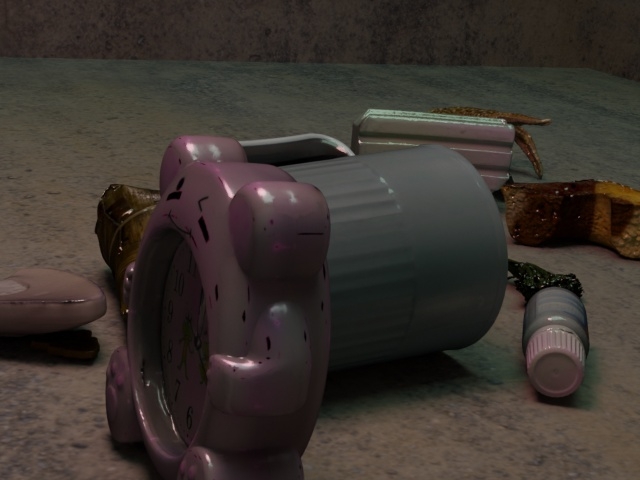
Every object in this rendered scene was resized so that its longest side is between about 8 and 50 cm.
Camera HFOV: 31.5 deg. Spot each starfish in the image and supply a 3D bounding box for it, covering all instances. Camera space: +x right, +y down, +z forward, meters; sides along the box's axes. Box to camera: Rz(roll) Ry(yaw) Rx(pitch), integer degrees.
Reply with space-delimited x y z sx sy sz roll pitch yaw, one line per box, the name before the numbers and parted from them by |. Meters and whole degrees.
starfish | 0.283 -0.216 2.372 0.398 0.132 0.384 7 7 -4

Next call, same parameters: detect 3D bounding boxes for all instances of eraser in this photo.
eraser | -0.354 0.081 1.358 0.243 0.059 0.204 5 13 34

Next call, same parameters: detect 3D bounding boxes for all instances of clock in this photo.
clock | -0.093 0.082 1.023 0.113 0.322 0.295 2 17 -28

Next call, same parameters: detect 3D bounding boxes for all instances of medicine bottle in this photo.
medicine bottle | 0.288 0.124 1.396 0.083 0.083 0.203 8 17 11

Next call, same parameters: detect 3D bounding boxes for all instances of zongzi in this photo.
zongzi | -0.152 0.028 1.507 0.286 0.134 0.288 -1 24 -14

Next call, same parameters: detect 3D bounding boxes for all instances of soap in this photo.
soap | 0.200 -0.147 2.096 0.289 0.173 0.095 3 17 -4

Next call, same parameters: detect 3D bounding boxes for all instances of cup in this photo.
cup | 0.011 -0.004 1.350 0.311 0.331 0.257 -9 -15 -33

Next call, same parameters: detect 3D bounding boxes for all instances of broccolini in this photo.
broccolini | 0.251 0.043 1.685 0.271 0.062 0.123 19 6 24

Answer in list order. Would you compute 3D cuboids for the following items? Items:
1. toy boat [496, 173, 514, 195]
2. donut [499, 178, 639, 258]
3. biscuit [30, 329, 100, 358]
toy boat | 0.337 -0.118 2.253 0.066 0.059 0.140 -24 19 -2
donut | 0.451 -0.043 1.948 0.295 0.112 0.151 9 15 8
biscuit | -0.292 0.124 1.339 0.092 0.016 0.082 19 18 41
